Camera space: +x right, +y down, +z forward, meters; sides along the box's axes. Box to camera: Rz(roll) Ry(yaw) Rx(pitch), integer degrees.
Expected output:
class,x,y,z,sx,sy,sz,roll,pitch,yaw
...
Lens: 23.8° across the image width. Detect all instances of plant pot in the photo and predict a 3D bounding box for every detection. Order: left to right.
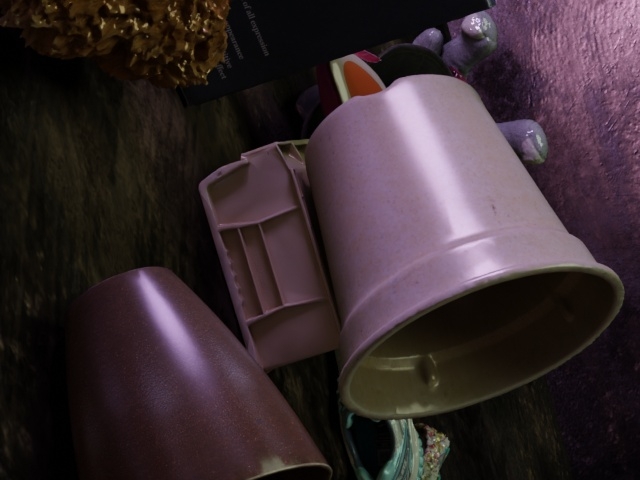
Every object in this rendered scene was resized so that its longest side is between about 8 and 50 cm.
class,x,y,z,sx,sy,sz,roll,pitch,yaw
plant pot,-0.136,0.148,1.338,0.230,0.215,0.215,63,12,20
plant pot,0.133,-0.008,1.736,0.334,0.334,0.305,42,24,-60

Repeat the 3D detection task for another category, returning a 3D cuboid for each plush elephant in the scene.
class,x,y,z,sx,sy,sz,roll,pitch,yaw
plush elephant,0.153,-0.198,2.487,0.255,0.330,0.272,-26,98,-50

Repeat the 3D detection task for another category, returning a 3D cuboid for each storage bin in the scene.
class,x,y,z,sx,sy,sz,roll,pitch,yaw
storage bin,-0.026,0.012,1.905,0.262,0.123,0.260,-18,91,-73

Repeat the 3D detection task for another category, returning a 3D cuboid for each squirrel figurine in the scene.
class,x,y,z,sx,sy,sz,roll,pitch,yaw
squirrel figurine,-0.168,-0.351,1.434,0.370,0.281,0.397,84,13,-71

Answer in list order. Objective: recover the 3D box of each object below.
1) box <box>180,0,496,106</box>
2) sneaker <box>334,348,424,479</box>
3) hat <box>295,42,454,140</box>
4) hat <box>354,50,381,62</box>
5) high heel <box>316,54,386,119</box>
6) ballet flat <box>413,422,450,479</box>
class,x,y,z,sx,sy,sz,roll,pitch,yaw
box,-0.019,-0.378,1.813,0.212,0.395,0.293,-71,142,-62
sneaker,0.072,0.209,2.062,0.122,0.110,0.283,15,60,-67
hat,0.050,-0.174,2.248,0.134,0.331,0.331,37,-6,34
hat,-0.013,-0.334,2.157,0.173,0.183,0.208,-39,112,-71
high heel,0.029,-0.099,2.111,0.127,0.181,0.377,-56,131,-44
ballet flat,0.135,0.331,2.226,0.077,0.091,0.241,42,14,0
